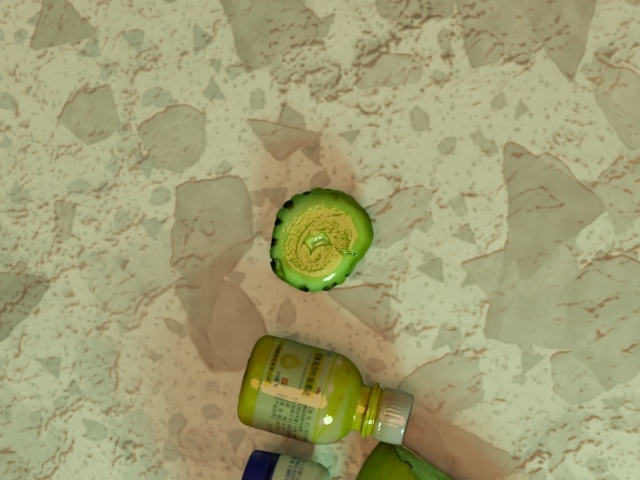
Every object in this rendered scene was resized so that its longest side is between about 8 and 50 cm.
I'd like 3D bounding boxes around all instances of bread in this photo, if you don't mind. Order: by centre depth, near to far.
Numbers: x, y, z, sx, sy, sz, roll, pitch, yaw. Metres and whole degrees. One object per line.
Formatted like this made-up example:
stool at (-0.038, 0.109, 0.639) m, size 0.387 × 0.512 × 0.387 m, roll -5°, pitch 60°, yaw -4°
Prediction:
bread at (0.000, 0.000, 1.750) m, size 0.130 × 0.071 × 0.139 m, roll 19°, pitch 92°, yaw 4°

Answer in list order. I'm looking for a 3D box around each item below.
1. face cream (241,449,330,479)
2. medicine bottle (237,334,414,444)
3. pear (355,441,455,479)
face cream at (-0.054, 0.373, 1.696) m, size 0.111 × 0.206 × 0.206 m, roll 10°, pitch 92°, yaw 7°
medicine bottle at (0.010, 0.203, 1.727) m, size 0.212 × 0.122 × 0.122 m, roll 14°, pitch 93°, yaw 7°
pear at (0.135, 0.428, 1.717) m, size 0.288 × 0.139 × 0.239 m, roll 33°, pitch 106°, yaw 6°
